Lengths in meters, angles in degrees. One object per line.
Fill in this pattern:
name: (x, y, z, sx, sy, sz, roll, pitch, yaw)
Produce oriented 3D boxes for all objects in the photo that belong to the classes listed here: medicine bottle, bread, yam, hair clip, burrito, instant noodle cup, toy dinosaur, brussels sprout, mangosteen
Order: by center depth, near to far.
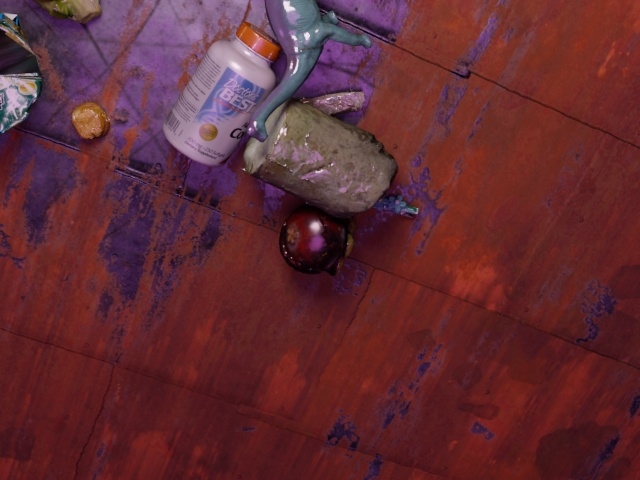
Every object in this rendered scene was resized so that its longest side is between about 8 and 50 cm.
toy dinosaur: (-0.087, -0.425, 1.423, 0.331, 0.129, 0.383, -35, 107, -26)
instant noodle cup: (-0.676, -0.353, 1.479, 0.240, 0.178, 0.240, -10, 124, -15)
brussels sprout: (-0.522, -0.522, 1.487, 0.139, 0.100, 0.181, -45, 96, -5)
medicine bottle: (-0.195, -0.306, 1.541, 0.157, 0.157, 0.288, 32, 109, -13)
yam: (0.002, -0.169, 1.569, 0.300, 0.195, 0.195, 23, 110, -17)
burrito: (0.013, -0.294, 1.612, 0.171, 0.042, 0.051, -8, 122, 4)
bread: (-0.503, -0.260, 1.616, 0.083, 0.046, 0.081, 28, 115, -14)
mangosteen: (0.000, 0.000, 1.679, 0.180, 0.166, 0.166, 10, 114, -31)
hair clip: (0.141, -0.088, 1.702, 0.173, 0.049, 0.049, 11, 112, -4)
